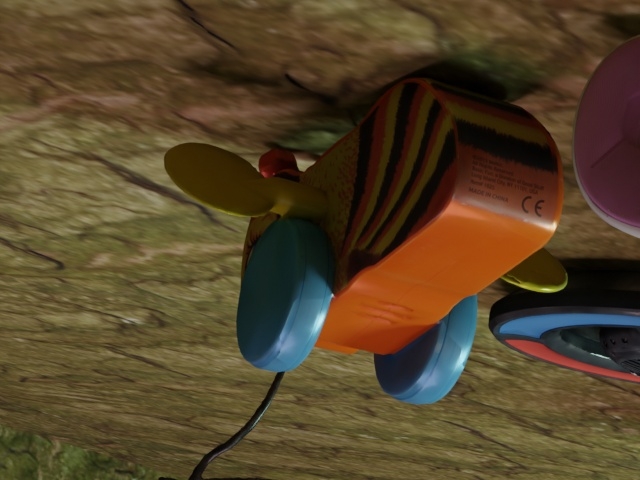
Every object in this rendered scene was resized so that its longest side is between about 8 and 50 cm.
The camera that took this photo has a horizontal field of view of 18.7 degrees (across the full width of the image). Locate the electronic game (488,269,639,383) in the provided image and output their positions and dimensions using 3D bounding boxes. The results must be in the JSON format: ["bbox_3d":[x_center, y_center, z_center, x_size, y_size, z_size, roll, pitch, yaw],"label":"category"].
[{"bbox_3d":[0.217,0.064,1.194,0.229,0.048,0.229,9,167,2],"label":"electronic game"}]

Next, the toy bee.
[{"bbox_3d":[0.000,0.000,0.921,0.298,0.162,0.195,-30,137,32],"label":"toy bee"}]

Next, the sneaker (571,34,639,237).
[{"bbox_3d":[0.219,-0.025,0.731,0.236,0.095,0.104,10,175,21],"label":"sneaker"}]
